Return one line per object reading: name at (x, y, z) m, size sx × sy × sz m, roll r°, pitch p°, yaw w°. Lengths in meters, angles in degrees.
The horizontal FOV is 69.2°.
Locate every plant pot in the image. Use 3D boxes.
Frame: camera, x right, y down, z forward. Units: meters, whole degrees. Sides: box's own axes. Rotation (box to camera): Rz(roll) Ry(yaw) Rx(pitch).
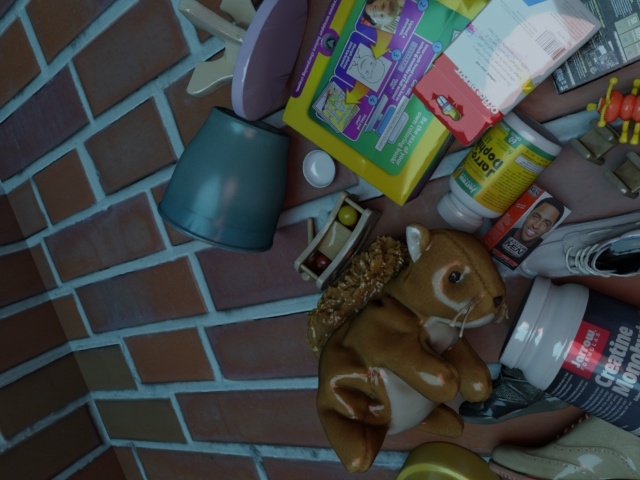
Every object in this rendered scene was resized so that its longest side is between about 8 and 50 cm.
plant pot at (0.258, 0.621, 1.010) m, size 0.253 × 0.239 × 0.254 m, roll 11°, pitch 111°, yaw 30°
plant pot at (-0.190, -0.146, 1.036) m, size 0.271 × 0.271 × 0.255 m, roll 29°, pitch 106°, yaw 21°

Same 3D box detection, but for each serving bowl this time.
serving bowl at (0.002, -0.161, 1.037) m, size 0.083 × 0.027 × 0.084 m, roll 10°, pitch 110°, yaw 29°

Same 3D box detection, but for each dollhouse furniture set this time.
dollhouse furniture set at (0.546, -0.134, 0.667) m, size 0.212 × 0.160 × 0.242 m, roll -49°, pitch 56°, yaw 33°

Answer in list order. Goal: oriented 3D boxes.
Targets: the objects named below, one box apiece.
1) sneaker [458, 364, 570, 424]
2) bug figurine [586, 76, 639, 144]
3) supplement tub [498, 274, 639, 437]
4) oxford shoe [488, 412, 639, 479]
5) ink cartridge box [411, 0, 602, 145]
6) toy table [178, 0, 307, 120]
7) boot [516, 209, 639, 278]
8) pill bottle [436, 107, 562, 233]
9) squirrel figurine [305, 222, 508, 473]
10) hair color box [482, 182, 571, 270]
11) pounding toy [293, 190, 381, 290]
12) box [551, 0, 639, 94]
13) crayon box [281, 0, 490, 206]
sneaker at (0.366, 0.285, 0.925) m, size 0.227 × 0.087 × 0.130 m, roll -30°, pitch 87°, yaw 32°
bug figurine at (0.463, -0.260, 0.570) m, size 0.216 × 0.072 × 0.279 m, roll 12°, pitch 101°, yaw 38°
supplement tub at (0.459, 0.187, 0.763) m, size 0.272 × 0.191 × 0.191 m, roll 24°, pitch 117°, yaw 22°
oxford shoe at (0.506, 0.395, 0.870) m, size 0.396 × 0.140 × 0.147 m, roll -17°, pitch 65°, yaw 40°
ink cartridge box at (0.264, -0.269, 0.689) m, size 0.134 × 0.078 × 0.231 m, roll 46°, pitch 120°, yaw 0°
toy table at (-0.155, -0.396, 0.944) m, size 0.160 × 0.252 × 0.275 m, roll 24°, pitch 80°, yaw 16°
boot at (0.441, 0.018, 0.762) m, size 0.258 × 0.123 × 0.095 m, roll -24°, pitch 92°, yaw 35°
pill bottle at (0.301, -0.114, 0.810) m, size 0.117 × 0.117 × 0.208 m, roll 43°, pitch 124°, yaw 13°
squirrel figurine at (0.136, 0.124, 0.835) m, size 0.397 × 0.280 × 0.371 m, roll 47°, pitch 124°, yaw 51°
hair color box at (0.357, -0.022, 0.817) m, size 0.071 × 0.043 × 0.141 m, roll 30°, pitch 111°, yaw -19°
pounding toy at (0.000, 0.000, 1.015) m, size 0.154 × 0.154 × 0.270 m, roll 38°, pitch 121°, yaw 16°
box at (0.404, -0.335, 0.695) m, size 0.147 × 0.077 × 0.180 m, roll -21°, pitch 94°, yaw 35°
crayon box at (0.135, -0.303, 0.859) m, size 0.313 × 0.106 × 0.363 m, roll 38°, pitch 121°, yaw 14°
